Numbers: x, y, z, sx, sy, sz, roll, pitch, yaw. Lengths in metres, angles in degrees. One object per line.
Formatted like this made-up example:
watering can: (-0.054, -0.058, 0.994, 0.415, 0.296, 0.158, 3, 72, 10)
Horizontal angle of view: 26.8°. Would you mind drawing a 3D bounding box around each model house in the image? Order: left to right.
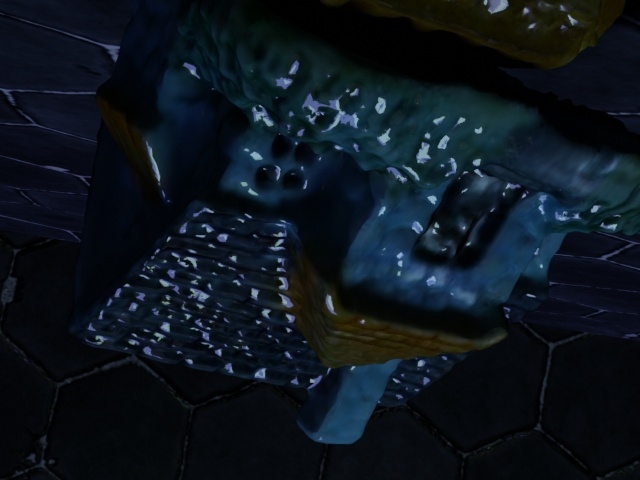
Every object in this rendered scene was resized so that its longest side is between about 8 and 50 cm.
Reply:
model house: (0.000, 0.000, 0.692, 0.261, 0.241, 0.226, 16, -163, -33)

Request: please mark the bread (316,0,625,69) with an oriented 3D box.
bread: (-0.029, -0.138, 0.505, 0.367, 0.084, 0.077, 12, -143, -31)
